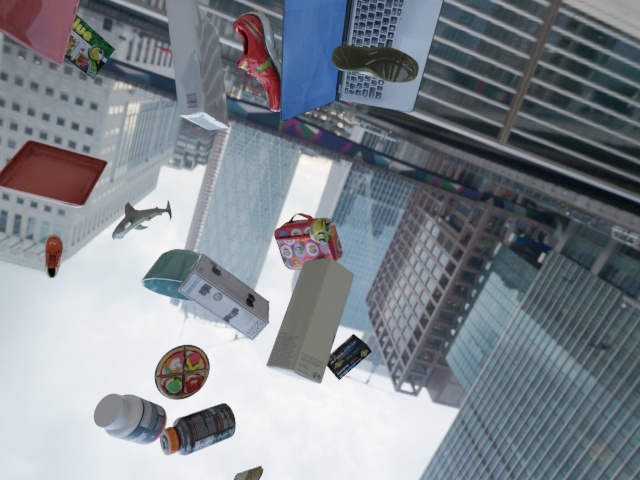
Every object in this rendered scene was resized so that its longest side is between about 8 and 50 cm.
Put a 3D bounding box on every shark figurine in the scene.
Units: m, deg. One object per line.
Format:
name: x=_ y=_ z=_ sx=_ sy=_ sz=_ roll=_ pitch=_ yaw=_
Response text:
shark figurine: x=-0.739 y=-0.114 z=1.708 sx=0.278 sy=0.166 sz=0.116 roll=-31 pitch=-97 yaw=-28

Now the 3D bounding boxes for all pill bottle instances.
pill bottle: x=-0.433 y=0.670 z=1.460 sx=0.246 sy=0.130 sz=0.130 roll=0 pitch=-153 yaw=-46
pill bottle: x=-0.496 y=0.463 z=1.081 sx=0.108 sy=0.108 sz=0.180 roll=34 pitch=162 yaw=34

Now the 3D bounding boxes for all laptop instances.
laptop: x=0.113 y=-0.534 z=1.207 sx=0.408 sy=0.381 sz=0.236 roll=12 pitch=-134 yaw=4

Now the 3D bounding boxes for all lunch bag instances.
lunch bag: x=-0.060 y=-0.002 z=1.881 sx=0.293 sy=0.258 sz=0.120 roll=-7 pitch=-161 yaw=31

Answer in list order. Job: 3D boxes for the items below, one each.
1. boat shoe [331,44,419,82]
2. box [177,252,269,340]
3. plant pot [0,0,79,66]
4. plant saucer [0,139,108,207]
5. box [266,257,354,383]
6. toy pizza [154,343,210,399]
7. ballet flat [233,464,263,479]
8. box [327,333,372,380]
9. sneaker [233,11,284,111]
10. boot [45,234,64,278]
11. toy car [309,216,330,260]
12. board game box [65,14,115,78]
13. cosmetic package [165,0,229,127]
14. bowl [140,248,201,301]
boat shoe: x=0.143 y=-0.462 z=1.071 sx=0.224 sy=0.080 sz=0.073 roll=12 pitch=-151 yaw=7
box: x=-0.303 y=0.182 z=1.347 sx=0.290 sy=0.087 sz=0.169 roll=38 pitch=-171 yaw=-17
plant pot: x=-0.634 y=-0.592 z=0.873 sx=0.236 sy=0.267 sz=0.267 roll=15 pitch=-138 yaw=-36
plant saucer: x=-0.890 y=-0.215 z=1.389 sx=0.259 sy=0.047 sz=0.258 roll=14 pitch=-138 yaw=-17
box: x=-0.020 y=0.184 z=0.974 sx=0.094 sy=0.275 sz=0.113 roll=36 pitch=152 yaw=-31
toy pizza: x=-0.493 y=0.477 z=1.494 sx=0.201 sy=0.201 sz=0.032 roll=8 pitch=178 yaw=-35
ballet flat: x=-0.256 y=0.777 z=1.302 sx=0.067 sy=0.206 sz=0.073 roll=33 pitch=-167 yaw=-3
box: x=0.133 y=0.586 z=2.097 sx=0.051 sy=0.220 sz=0.175 roll=54 pitch=170 yaw=-17
sneaker: x=-0.186 y=-0.516 z=1.226 sx=0.118 sy=0.278 sz=0.107 roll=-24 pitch=-157 yaw=-20
boot: x=-0.969 y=0.060 z=1.504 sx=0.059 sy=0.157 sz=0.084 roll=2 pitch=-157 yaw=-28
toy car: x=0.000 y=0.000 z=1.423 sx=0.053 sy=0.238 sz=0.225 roll=3 pitch=-153 yaw=6
board game box: x=-0.812 y=-0.662 z=1.342 sx=0.030 sy=0.136 sz=0.260 roll=30 pitch=176 yaw=27
cosmetic package: x=-0.429 y=-0.611 z=1.482 sx=0.098 sy=0.376 sz=0.284 roll=-5 pitch=-176 yaw=7
bowl: x=-0.588 y=0.144 z=1.783 sx=0.312 sy=0.163 sz=0.311 roll=7 pitch=155 yaw=3
